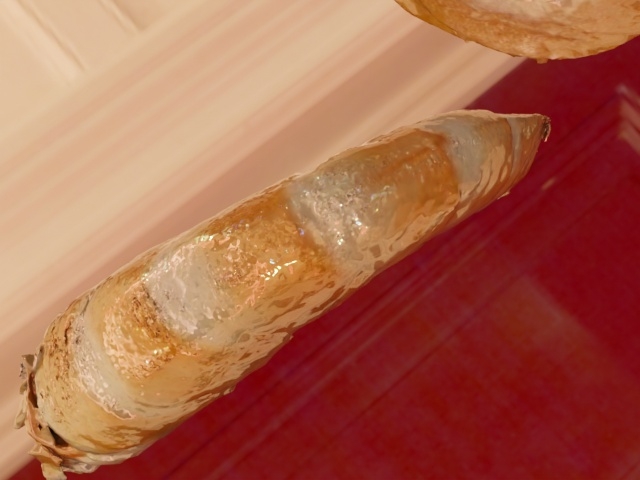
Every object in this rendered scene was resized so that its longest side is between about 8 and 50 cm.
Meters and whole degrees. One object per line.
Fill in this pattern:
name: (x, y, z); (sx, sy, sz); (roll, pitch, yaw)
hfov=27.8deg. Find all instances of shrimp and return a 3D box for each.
shrimp: (-0.006, 0.002, 0.554); (0.068, 0.287, 0.185); (56, 164, 3)

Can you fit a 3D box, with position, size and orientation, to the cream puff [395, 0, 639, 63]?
cream puff: (0.070, -0.127, 0.401); (0.126, 0.103, 0.144); (3, 156, 20)
